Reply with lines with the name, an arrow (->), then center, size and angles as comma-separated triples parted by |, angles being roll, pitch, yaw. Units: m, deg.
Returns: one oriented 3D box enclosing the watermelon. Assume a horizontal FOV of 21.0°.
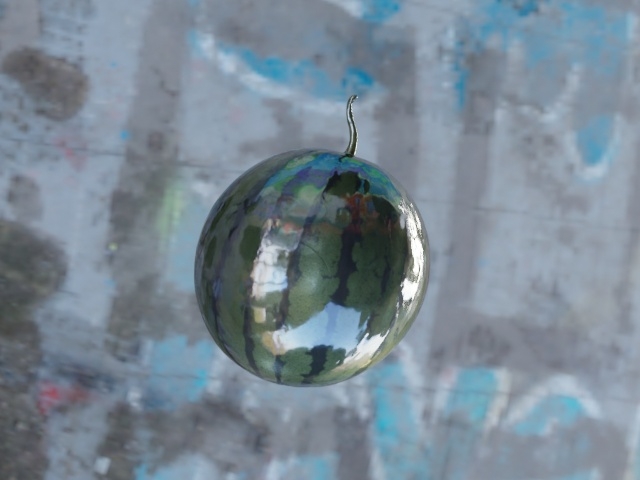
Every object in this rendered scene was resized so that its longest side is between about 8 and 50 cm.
watermelon -> 0.000, 0.000, 0.770 | 0.105, 0.105, 0.133 | 13, 97, -40
